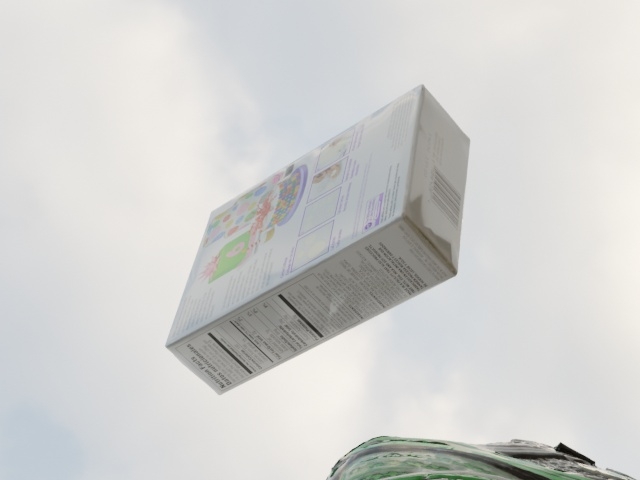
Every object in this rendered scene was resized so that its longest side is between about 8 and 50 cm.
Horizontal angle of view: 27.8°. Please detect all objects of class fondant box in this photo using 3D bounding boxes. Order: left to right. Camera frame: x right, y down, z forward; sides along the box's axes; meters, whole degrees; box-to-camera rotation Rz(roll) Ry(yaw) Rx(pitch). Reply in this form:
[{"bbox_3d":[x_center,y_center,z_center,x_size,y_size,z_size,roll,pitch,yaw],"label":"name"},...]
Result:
[{"bbox_3d":[0.000,0.000,1.410,0.096,0.330,0.238,47,-147,-25],"label":"fondant box"}]

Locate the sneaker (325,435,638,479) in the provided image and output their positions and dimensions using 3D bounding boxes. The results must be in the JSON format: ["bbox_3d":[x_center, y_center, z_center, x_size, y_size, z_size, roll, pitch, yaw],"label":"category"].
[{"bbox_3d":[0.163,0.167,0.699,0.344,0.146,0.134,16,-74,-9],"label":"sneaker"}]
